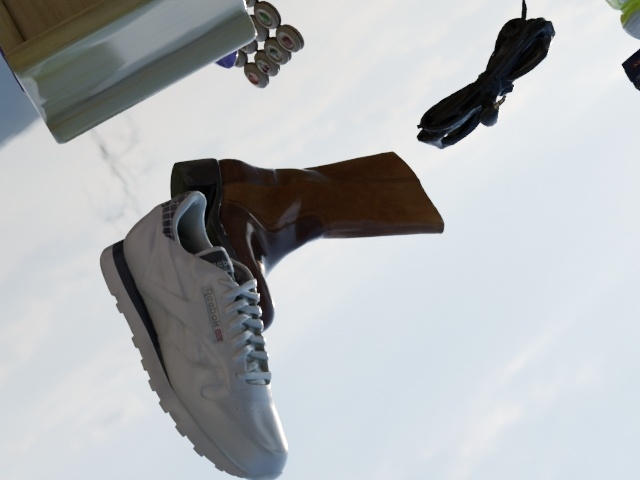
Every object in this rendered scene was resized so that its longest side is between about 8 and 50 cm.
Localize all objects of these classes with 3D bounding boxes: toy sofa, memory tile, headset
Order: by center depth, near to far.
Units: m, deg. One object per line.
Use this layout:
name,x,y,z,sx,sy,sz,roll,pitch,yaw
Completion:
toy sofa,-0.193,-0.249,0.942,0.150,0.362,0.177,-29,168,-7
headset,0.015,-0.250,1.020,0.185,0.394,0.243,-46,-163,4
memory tile,-0.084,-0.243,1.729,0.012,0.113,0.148,-47,-175,-29

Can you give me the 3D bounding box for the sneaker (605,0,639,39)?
sneaker,0.301,-0.285,1.448,0.091,0.240,0.126,-38,-129,26

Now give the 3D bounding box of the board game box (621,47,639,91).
board game box,0.402,-0.142,1.271,0.194,0.194,0.060,-40,-157,17

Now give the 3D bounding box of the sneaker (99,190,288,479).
sneaker,-0.082,0.073,1.110,0.095,0.235,0.090,-37,160,15

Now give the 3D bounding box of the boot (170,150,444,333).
boot,0.000,0.000,1.579,0.280,0.096,0.264,-2,-147,-21
